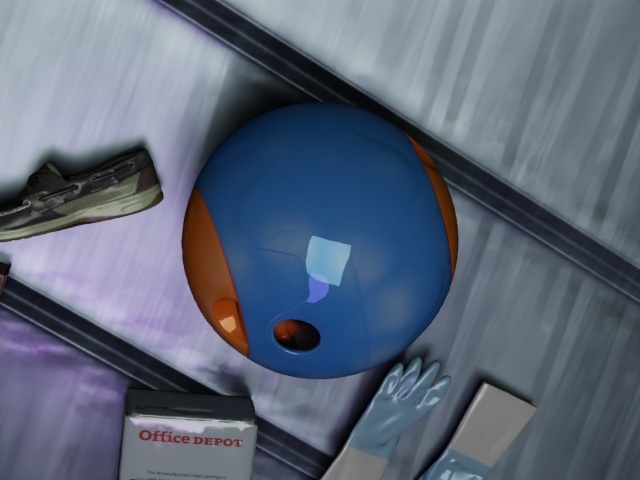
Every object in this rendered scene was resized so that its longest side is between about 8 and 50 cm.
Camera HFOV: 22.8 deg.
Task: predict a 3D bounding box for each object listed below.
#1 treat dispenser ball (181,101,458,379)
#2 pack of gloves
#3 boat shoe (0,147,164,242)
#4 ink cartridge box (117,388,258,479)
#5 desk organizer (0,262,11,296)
[{"bbox_3d":[0.000,0.000,1.646,0.288,0.288,0.288,-2,106,-7],"label":"treat dispenser ball"},{"bbox_3d":[0.114,0.245,1.872,0.195,0.046,0.232,26,105,-25],"label":"pack of gloves"},{"bbox_3d":[-0.284,-0.050,1.711,0.223,0.080,0.073,-13,102,-9],"label":"boat shoe"},{"bbox_3d":[-0.158,0.282,1.814,0.153,0.087,0.208,6,106,-8],"label":"ink cartridge box"},{"bbox_3d":[-0.386,0.083,1.749,0.050,0.047,0.130,18,103,-10],"label":"desk organizer"}]
